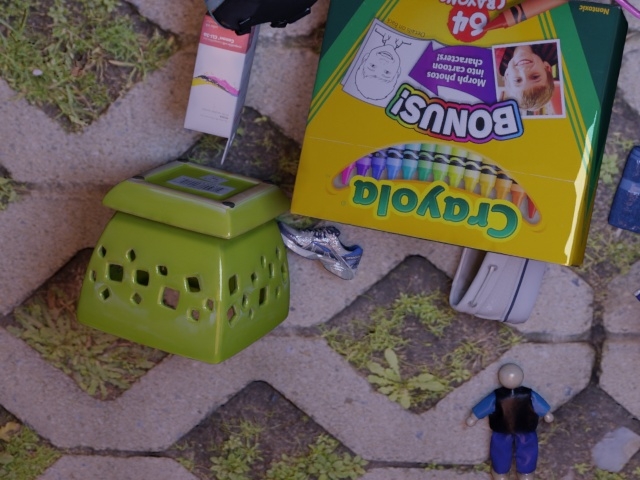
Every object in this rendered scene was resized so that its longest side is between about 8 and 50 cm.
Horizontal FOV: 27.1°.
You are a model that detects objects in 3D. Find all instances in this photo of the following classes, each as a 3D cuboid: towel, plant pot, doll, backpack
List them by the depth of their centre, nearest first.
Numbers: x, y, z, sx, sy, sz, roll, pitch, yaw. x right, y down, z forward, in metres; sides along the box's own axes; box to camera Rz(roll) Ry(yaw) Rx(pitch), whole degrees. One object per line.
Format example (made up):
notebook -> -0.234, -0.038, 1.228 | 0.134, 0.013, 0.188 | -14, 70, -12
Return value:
backpack -> -0.086, -0.372, 1.654 | 0.188, 0.166, 0.144 | 58, 137, 14
plant pot -> -0.173, 0.016, 1.801 | 0.228, 0.227, 0.207 | 16, 109, 20
towel -> 0.437, -0.066, 1.802 | 0.067, 0.029, 0.119 | 15, 115, 2
doll -> 0.279, 0.268, 1.960 | 0.129, 0.046, 0.189 | 0, 114, 7

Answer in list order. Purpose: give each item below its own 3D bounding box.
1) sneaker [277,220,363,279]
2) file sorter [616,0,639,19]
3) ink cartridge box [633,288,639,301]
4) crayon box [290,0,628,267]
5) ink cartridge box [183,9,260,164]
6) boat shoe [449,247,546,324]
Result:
sneaker -> 0.000, 0.000, 1.888 | 0.135, 0.052, 0.058 | 28, 104, -12
file sorter -> 0.395, -0.416, 1.489 | 0.182, 0.290, 0.202 | 37, 138, -13
ink cartridge box -> 0.598, 0.078, 1.711 | 0.324, 0.330, 0.071 | -25, 64, 18
crayon box -> 0.171, -0.152, 1.656 | 0.363, 0.106, 0.313 | 11, 90, 19
ink cartridge box -> -0.133, -0.214, 1.771 | 0.067, 0.115, 0.198 | 14, 114, 1
boat shoe -> 0.233, -0.057, 1.777 | 0.156, 0.136, 0.367 | 6, 122, -8
